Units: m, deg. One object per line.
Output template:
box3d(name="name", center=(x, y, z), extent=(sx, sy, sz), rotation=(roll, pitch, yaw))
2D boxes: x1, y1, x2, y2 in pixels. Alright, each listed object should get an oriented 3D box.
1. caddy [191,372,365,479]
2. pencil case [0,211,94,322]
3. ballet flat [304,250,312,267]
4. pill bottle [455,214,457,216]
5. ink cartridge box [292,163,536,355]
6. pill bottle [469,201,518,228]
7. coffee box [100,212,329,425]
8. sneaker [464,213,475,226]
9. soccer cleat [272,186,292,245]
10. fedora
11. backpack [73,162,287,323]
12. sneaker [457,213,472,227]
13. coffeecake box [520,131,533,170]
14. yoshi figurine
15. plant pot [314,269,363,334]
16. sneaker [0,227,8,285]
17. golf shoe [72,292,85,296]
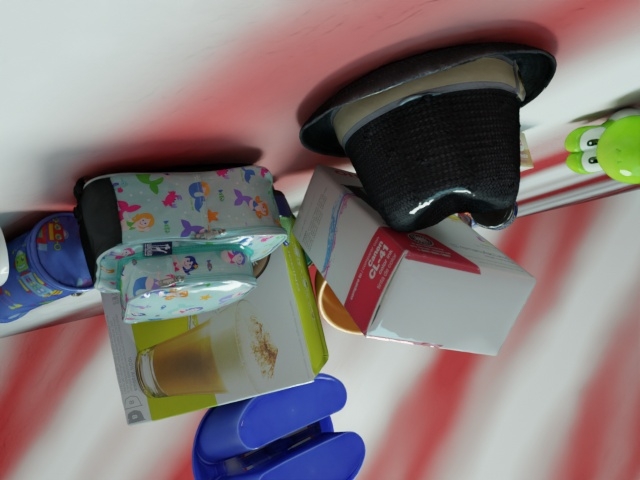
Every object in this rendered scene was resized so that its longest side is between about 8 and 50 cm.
box3d(name="caddy", center=(-0.080, 0.394, 1.144), extent=(0.341, 0.242, 0.179), rotation=(-8, 164, -44))
box3d(name="pencil case", center=(-0.445, 0.049, 0.924), extent=(0.306, 0.120, 0.133), rotation=(-19, 176, 41))
box3d(name="ballet flat", center=(-0.042, 0.027, 1.412), extent=(0.206, 0.073, 0.067), rotation=(-54, 175, -46))
box3d(name="pill bottle", center=(0.176, -0.055, 1.159), extent=(0.169, 0.094, 0.094), rotation=(14, 174, 0))
box3d(name="ink cartridge box", center=(0.116, 0.018, 0.855), extent=(0.226, 0.131, 0.306), rotation=(11, -157, -27))
box3d(name="pill bottle", center=(0.498, -0.091, 1.690), extent=(0.122, 0.123, 0.219), rotation=(-16, 174, 22))
box3d(name="coffee box", center=(-0.187, 0.125, 1.155), extent=(0.334, 0.338, 0.338), rotation=(-14, 173, 4))
box3d(name="sneaker", center=(0.456, -0.084, 1.833), extent=(0.083, 0.087, 0.221), rotation=(-17, 173, 29))
box3d(name="soccer cleat", center=(-0.186, -0.009, 0.942), extent=(0.288, 0.121, 0.093), rotation=(-13, 174, -4))
box3d(name="fedora", center=(0.137, -0.096, 0.695), extent=(0.333, 0.153, 0.334), rotation=(-13, 174, -1))
box3d(name="backpack", center=(-0.171, -0.002, 0.779), extent=(0.253, 0.191, 0.225), rotation=(-16, 169, -26))
box3d(name="sneaker", center=(0.323, -0.038, 1.710), extent=(0.125, 0.104, 0.261), rotation=(9, -179, -28))
box3d(name="coffeecake box", center=(0.251, -0.130, 1.033), extent=(0.185, 0.068, 0.142), rotation=(-19, 171, 40))
box3d(name="yoshi figurine", center=(0.609, -0.169, 0.986), extent=(0.361, 0.204, 0.203), rotation=(-12, 158, 8))
box3d(name="plant pot", center=(0.113, 0.043, 1.331), extent=(0.290, 0.204, 0.291), rotation=(-9, 132, -10))
box3d(name="sneaker", center=(-0.540, 0.061, 0.824), extent=(0.127, 0.126, 0.321), rotation=(-14, 165, -43))
box3d(name="golf shoe", center=(-0.519, 0.083, 1.360), extent=(0.176, 0.069, 0.086), rotation=(-16, 179, 35))
